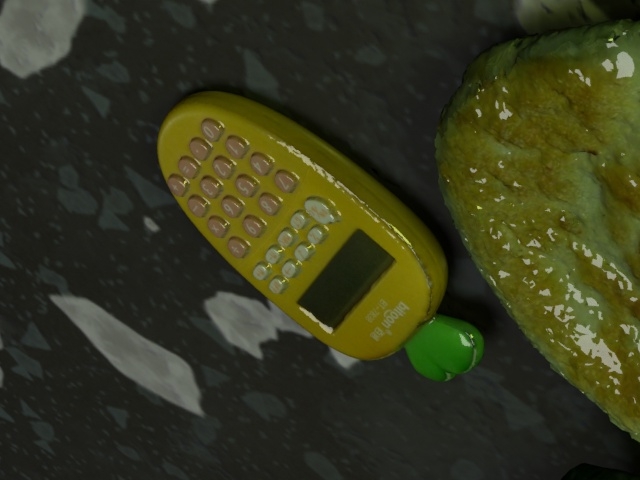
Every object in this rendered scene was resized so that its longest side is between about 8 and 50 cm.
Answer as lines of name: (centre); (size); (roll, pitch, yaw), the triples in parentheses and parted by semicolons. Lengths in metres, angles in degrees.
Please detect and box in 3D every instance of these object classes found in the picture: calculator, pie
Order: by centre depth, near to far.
pie: (0.193, 0.005, 0.966); (0.323, 0.070, 0.323); (26, 144, 20)
calculator: (0.000, 0.000, 1.162); (0.235, 0.032, 0.146); (39, 146, 1)

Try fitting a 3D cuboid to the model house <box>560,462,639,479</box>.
model house: (0.212, 0.316, 1.042); (0.298, 0.284, 0.243); (16, 150, 38)
